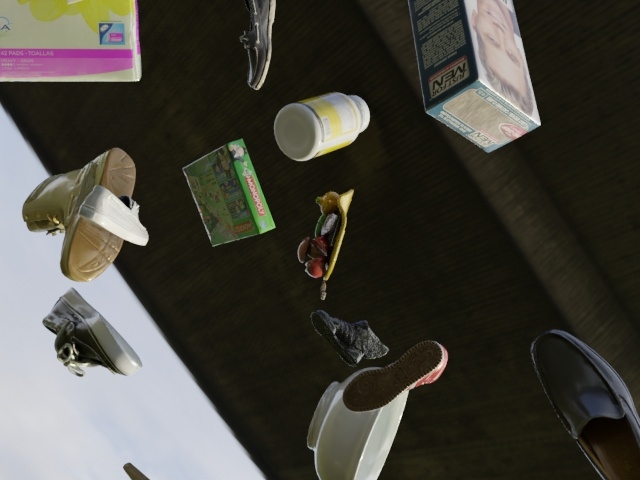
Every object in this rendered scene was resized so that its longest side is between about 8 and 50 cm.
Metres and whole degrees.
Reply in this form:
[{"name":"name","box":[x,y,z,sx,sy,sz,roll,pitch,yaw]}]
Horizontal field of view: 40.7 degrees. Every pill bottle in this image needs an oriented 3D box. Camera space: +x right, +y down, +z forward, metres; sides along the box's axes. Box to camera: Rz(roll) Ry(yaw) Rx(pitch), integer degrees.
[{"name":"pill bottle","box":[0.008,-0.213,1.567,0.103,0.184,0.103,15,-65,34]}]

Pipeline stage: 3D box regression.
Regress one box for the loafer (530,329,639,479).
[{"name":"loafer","box":[0.229,0.144,0.708,0.062,0.061,0.170,-40,-115,14]}]

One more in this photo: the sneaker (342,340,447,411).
[{"name":"sneaker","box":[0.082,0.143,0.902,0.118,0.067,0.042,-31,-106,13]}]

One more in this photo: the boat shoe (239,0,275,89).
[{"name":"boat shoe","box":[-0.139,-0.414,1.771,0.075,0.064,0.206,-177,-86,-66]}]

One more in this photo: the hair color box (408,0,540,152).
[{"name":"hair color box","box":[0.234,-0.332,1.370,0.105,0.173,0.348,-27,-126,37]}]

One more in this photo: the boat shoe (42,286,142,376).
[{"name":"boat shoe","box":[-0.410,0.175,1.494,0.306,0.105,0.113,29,-22,48]}]

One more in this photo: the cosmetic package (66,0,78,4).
[{"name":"cosmetic package","box":[-0.350,-0.415,1.365,0.060,0.115,0.041,-103,176,-61]}]

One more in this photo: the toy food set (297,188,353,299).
[{"name":"toy food set","box":[0.000,0.000,1.615,0.071,0.128,0.218,16,-78,-3]}]

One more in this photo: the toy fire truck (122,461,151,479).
[{"name":"toy fire truck","box":[-0.216,0.451,1.219,0.158,0.246,0.217,2,-50,-1]}]

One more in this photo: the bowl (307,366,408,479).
[{"name":"bowl","box":[0.063,0.367,1.702,0.134,0.298,0.298,21,-46,17]}]

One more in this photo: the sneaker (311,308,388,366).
[{"name":"sneaker","box":[0.060,0.188,1.761,0.170,0.089,0.051,51,-30,-8]}]

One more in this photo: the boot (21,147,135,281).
[{"name":"boot","box":[-0.438,-0.028,1.497,0.203,0.262,0.095,-14,-37,31]}]

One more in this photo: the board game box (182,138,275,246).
[{"name":"board game box","box":[-0.224,-0.105,2.047,0.317,0.046,0.214,-11,-79,63]}]

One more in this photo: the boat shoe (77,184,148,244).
[{"name":"boat shoe","box":[-0.311,-0.041,1.335,0.066,0.063,0.184,23,-6,23]}]

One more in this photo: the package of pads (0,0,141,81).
[{"name":"package of pads","box":[-0.460,-0.387,1.466,0.101,0.296,0.229,-139,-133,-72]}]
